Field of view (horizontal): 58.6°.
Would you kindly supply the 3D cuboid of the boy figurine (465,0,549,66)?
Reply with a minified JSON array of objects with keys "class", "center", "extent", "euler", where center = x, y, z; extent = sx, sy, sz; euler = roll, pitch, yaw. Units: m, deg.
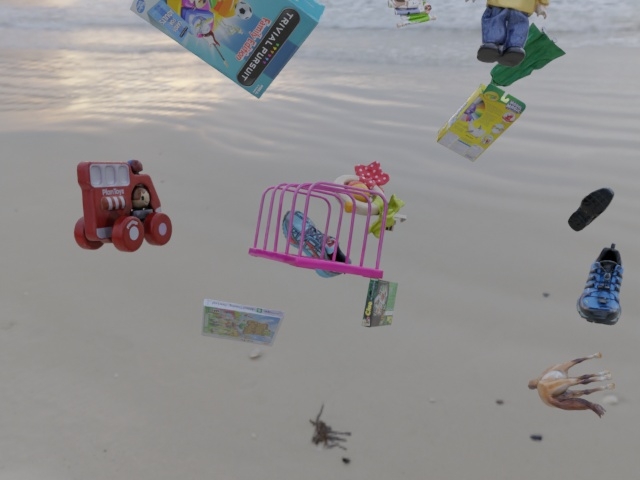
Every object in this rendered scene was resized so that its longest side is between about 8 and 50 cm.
[{"class":"boy figurine","center":[0.405,-0.533,1.236],"extent":[0.178,0.284,0.092],"euler":[9,-3,6]}]

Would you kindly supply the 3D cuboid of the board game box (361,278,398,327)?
[{"class":"board game box","center":[0.177,0.182,1.657],"extent":[0.031,0.136,0.260],"euler":[7,-5,20]}]

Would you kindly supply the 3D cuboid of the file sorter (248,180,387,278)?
[{"class":"file sorter","center":[-0.008,-0.030,1.276],"extent":[0.202,0.182,0.291],"euler":[10,-1,-26]}]

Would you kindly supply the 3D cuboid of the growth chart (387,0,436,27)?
[{"class":"growth chart","center":[0.249,-0.741,1.659],"extent":[0.172,0.237,0.021],"euler":[-26,25,-22]}]

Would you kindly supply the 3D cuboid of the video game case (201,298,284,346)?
[{"class":"video game case","center":[-0.202,0.212,1.441],"extent":[0.194,0.212,0.023],"euler":[10,59,-8]}]

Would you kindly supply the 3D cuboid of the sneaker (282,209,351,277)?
[{"class":"sneaker","center":[0.000,0.000,1.671],"extent":[0.125,0.262,0.104],"euler":[-9,41,47]}]

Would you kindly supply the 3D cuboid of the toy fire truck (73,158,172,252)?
[{"class":"toy fire truck","center":[-0.560,-0.105,1.629],"extent":[0.170,0.253,0.302],"euler":[3,9,22]}]

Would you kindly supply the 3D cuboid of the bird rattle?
[{"class":"bird rattle","center":[0.134,-0.144,1.685],"extent":[0.207,0.143,0.253],"euler":[4,51,-29]}]

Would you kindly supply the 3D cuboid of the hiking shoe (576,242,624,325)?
[{"class":"hiking shoe","center":[0.791,0.124,1.609],"extent":[0.113,0.131,0.304],"euler":[5,27,26]}]

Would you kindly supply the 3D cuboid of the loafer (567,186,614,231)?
[{"class":"loafer","center":[0.736,-0.092,1.538],"extent":[0.061,0.170,0.062],"euler":[-26,70,-25]}]

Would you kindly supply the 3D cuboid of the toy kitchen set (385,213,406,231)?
[{"class":"toy kitchen set","center":[0.261,-0.056,2.000],"extent":[0.068,0.075,0.083],"euler":[7,25,4]}]

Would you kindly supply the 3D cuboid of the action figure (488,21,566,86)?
[{"class":"action figure","center":[0.596,-0.537,1.719],"extent":[0.232,0.137,0.063],"euler":[-38,17,45]}]

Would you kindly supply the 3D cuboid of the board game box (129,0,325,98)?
[{"class":"board game box","center":[-0.200,-0.496,1.217],"extent":[0.336,0.254,0.079],"euler":[32,47,-18]}]

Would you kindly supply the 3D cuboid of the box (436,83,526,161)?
[{"class":"box","center":[0.345,-0.259,1.232],"extent":[0.105,0.179,0.043],"euler":[25,50,-15]}]

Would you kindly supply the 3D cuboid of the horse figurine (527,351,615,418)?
[{"class":"horse figurine","center":[0.519,0.303,1.200],"extent":[0.175,0.066,0.263],"euler":[-22,-2,20]}]
